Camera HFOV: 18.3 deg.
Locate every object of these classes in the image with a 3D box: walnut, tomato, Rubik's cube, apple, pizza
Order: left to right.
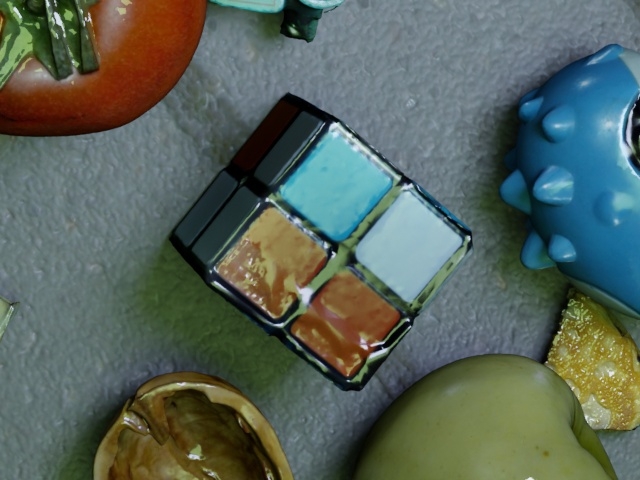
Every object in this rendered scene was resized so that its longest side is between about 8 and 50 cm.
[{"bbox_3d":[-0.218,-0.204,1.595,0.255,0.224,0.256,-1,101,-3],"label":"tomato"},{"bbox_3d":[-0.115,0.204,1.785,0.167,0.087,0.211,-28,112,0],"label":"walnut"},{"bbox_3d":[0.000,0.000,1.726,0.183,0.167,0.180,37,90,-19],"label":"Rubik's cube"},{"bbox_3d":[0.155,0.238,1.784,0.262,0.262,0.262,-3,103,-13],"label":"apple"},{"bbox_3d":[0.257,0.122,1.885,0.099,0.036,0.160,-35,107,-5],"label":"pizza"}]

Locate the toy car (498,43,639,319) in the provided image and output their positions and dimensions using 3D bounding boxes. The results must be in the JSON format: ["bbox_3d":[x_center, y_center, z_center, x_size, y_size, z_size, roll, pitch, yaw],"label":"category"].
[{"bbox_3d":[0.258,-0.042,1.773,0.190,0.188,0.255,-19,109,0],"label":"toy car"}]

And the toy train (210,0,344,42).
[{"bbox_3d":[-0.034,-0.274,1.694,0.154,0.107,0.198,10,99,-8],"label":"toy train"}]

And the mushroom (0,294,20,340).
[{"bbox_3d":[-0.388,0.150,1.711,0.100,0.081,0.312,42,88,-24],"label":"mushroom"}]
